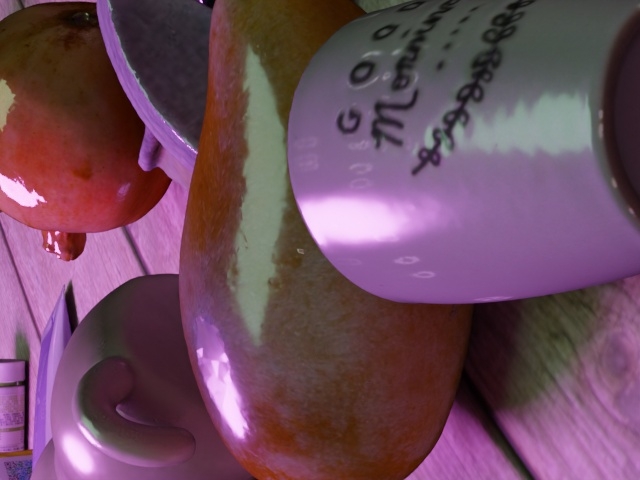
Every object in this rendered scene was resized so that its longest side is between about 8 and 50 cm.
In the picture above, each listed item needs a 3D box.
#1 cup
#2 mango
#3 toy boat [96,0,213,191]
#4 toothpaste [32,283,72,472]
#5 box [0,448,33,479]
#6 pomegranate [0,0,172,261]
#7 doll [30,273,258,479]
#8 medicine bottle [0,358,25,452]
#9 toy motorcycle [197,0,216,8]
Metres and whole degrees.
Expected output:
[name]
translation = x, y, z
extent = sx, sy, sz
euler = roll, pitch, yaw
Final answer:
[cup]
translation = 0.134, -0.090, 0.816
extent = 0.234, 0.186, 0.258
euler = -5, 57, 55
[mango]
translation = 0.000, 0.000, 0.996
extent = 0.221, 0.199, 0.383
euler = 5, 107, 52
[toy boat]
translation = -0.075, -0.081, 1.217
extent = 0.276, 0.111, 0.293
euler = 41, 166, 24
[toothpaste]
translation = -0.338, 0.237, 1.824
extent = 0.125, 0.080, 0.371
euler = 121, 145, -45
[box]
translation = -0.379, 0.420, 1.865
extent = 0.265, 0.097, 0.168
euler = 59, 139, 46
[pomegranate]
translation = -0.256, -0.111, 1.487
extent = 0.252, 0.229, 0.270
euler = -96, 11, -63
[doll]
translation = -0.157, 0.192, 1.321
extent = 0.215, 0.226, 0.370
euler = 42, 144, 18
[medicine bottle]
translation = -0.474, 0.266, 2.071
extent = 0.086, 0.086, 0.183
euler = 0, 88, 63
[toy motorcycle]
translation = -0.077, -0.267, 1.277
extent = 0.358, 0.125, 0.212
euler = -20, 63, 59
